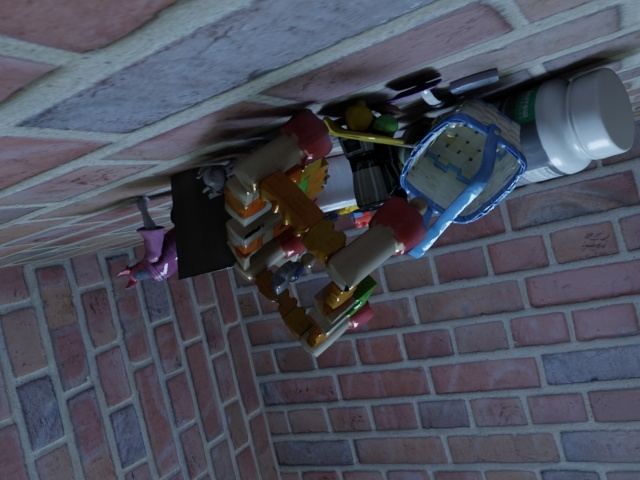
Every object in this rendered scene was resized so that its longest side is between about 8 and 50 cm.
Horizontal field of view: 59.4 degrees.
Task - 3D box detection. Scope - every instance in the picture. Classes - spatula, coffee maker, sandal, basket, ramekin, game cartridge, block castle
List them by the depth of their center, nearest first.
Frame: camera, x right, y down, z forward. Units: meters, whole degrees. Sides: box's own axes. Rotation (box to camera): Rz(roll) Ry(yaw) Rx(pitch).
[{"bbox_3d":[0.269,-0.278,0.983,0.083,0.017,0.056,-14,-176,20],"label":"game cartridge"},{"bbox_3d":[0.195,-0.252,0.987,0.084,0.030,0.296,-13,-179,27],"label":"spatula"},{"bbox_3d":[0.000,0.000,1.039,0.212,0.303,0.453,-38,164,-23],"label":"block castle"},{"bbox_3d":[0.267,-0.124,1.097,0.255,0.201,0.289,-54,-170,46],"label":"basket"},{"bbox_3d":[0.120,-0.159,1.255,0.120,0.178,0.171,-13,178,14],"label":"coffee maker"},{"bbox_3d":[-0.248,-0.044,1.268,0.204,0.227,0.154,-13,180,-35],"label":"basket"},{"bbox_3d":[0.228,-0.231,1.335,0.086,0.120,0.302,11,-171,24],"label":"sandal"},{"bbox_3d":[0.035,-0.163,1.654,0.277,0.135,0.277,-14,180,0],"label":"ramekin"}]

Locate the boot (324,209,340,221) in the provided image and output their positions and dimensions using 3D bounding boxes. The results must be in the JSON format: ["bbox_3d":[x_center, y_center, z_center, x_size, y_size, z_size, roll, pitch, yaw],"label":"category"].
[{"bbox_3d":[-0.002,-0.064,1.716,0.121,0.045,0.099,-15,-177,8],"label":"boot"}]

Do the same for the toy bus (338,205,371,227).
[{"bbox_3d":[0.158,-0.158,2.000,0.220,0.212,0.149,-15,179,-11],"label":"toy bus"}]

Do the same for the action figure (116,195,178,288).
[{"bbox_3d":[-0.360,0.016,1.485,0.370,0.275,0.248,-42,160,-12],"label":"action figure"}]

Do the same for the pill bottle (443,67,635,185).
[{"bbox_3d":[0.463,-0.230,1.226,0.204,0.204,0.361,-14,180,-41],"label":"pill bottle"}]

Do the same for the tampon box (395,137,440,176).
[{"bbox_3d":[0.244,-0.220,1.538,0.160,0.121,0.101,-13,180,2],"label":"tampon box"}]

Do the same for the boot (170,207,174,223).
[{"bbox_3d":[-0.307,-0.085,1.855,0.264,0.096,0.280,-12,175,39],"label":"boot"}]

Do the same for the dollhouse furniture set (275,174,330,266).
[{"bbox_3d":[-0.070,-0.031,1.428,0.135,0.262,0.259,26,-146,11],"label":"dollhouse furniture set"}]

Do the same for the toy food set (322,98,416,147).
[{"bbox_3d":[0.089,-0.214,1.001,0.128,0.071,0.218,13,-169,26],"label":"toy food set"}]

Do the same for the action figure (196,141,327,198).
[{"bbox_3d":[-0.128,-0.145,1.165,0.284,0.099,0.185,-9,-176,-39],"label":"action figure"}]
